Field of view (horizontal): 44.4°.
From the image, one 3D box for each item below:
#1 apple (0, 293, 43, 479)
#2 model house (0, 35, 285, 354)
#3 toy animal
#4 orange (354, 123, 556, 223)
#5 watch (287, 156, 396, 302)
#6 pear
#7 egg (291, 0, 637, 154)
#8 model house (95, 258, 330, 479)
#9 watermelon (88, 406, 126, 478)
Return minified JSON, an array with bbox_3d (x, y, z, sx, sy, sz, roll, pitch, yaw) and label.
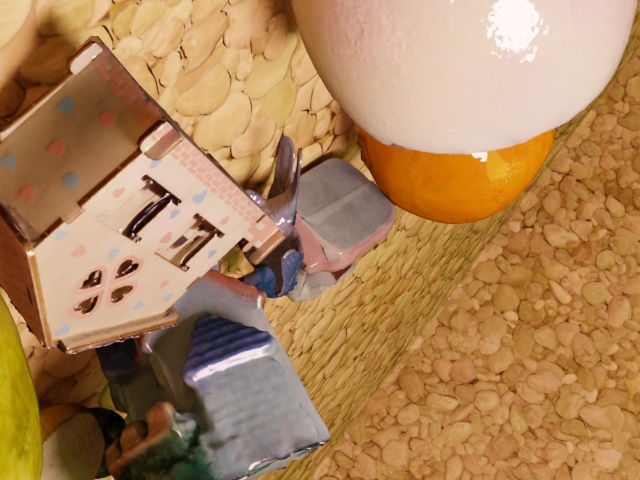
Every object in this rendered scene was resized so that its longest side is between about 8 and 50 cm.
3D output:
[{"bbox_3d":[-0.329,0.121,0.431,0.339,0.339,0.340,-45,158,-24],"label":"apple"},{"bbox_3d":[-0.207,-0.018,0.769,0.244,0.169,0.326,-46,158,-1],"label":"model house"},{"bbox_3d":[-0.063,-0.019,1.066,0.176,0.239,0.255,22,130,-32],"label":"toy animal"},{"bbox_3d":[0.199,-0.177,1.181,0.312,0.312,0.312,-45,158,-24],"label":"orange"},{"bbox_3d":[0.000,0.000,1.290,0.253,0.162,0.241,-34,164,-38],"label":"watch"},{"bbox_3d":[-0.346,0.264,0.976,0.141,0.103,0.141,12,90,-69],"label":"pear"},{"bbox_3d":[0.126,-0.313,0.770,0.354,0.354,0.340,-48,144,-17],"label":"egg"},{"bbox_3d":[-0.166,0.148,0.954,0.251,0.330,0.295,-15,161,-17],"label":"model house"},{"bbox_3d":[-0.310,0.277,1.088,0.109,0.109,0.109,-45,158,-24],"label":"watermelon"}]
